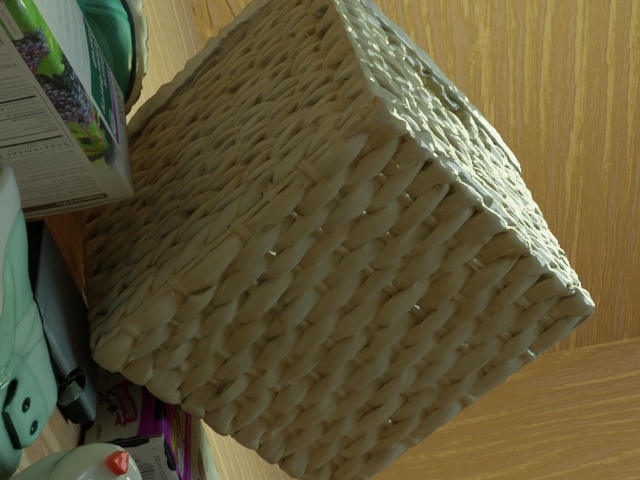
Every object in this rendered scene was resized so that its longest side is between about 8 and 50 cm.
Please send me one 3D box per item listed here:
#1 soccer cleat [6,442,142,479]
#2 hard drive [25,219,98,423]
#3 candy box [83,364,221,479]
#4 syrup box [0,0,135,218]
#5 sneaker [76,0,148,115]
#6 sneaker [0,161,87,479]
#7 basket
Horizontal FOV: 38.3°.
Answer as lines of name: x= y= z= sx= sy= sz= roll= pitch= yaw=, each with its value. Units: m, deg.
soccer cleat: x=-0.150 y=0.157 z=0.399 sx=0.196 sy=0.076 sz=0.068 roll=-41 pitch=112 yaw=-54
hard drive: x=-0.200 y=0.064 z=0.704 sx=0.135 sy=0.022 sz=0.094 roll=80 pitch=0 yaw=-46
candy box: x=-0.148 y=0.211 z=0.856 sx=0.159 sy=0.071 sz=0.234 roll=-102 pitch=180 yaw=-57
syrup box: x=-0.196 y=-0.109 z=0.591 sx=0.237 sy=0.096 sz=0.093 roll=76 pitch=3 yaw=-66
sneaker: x=-0.232 y=-0.234 z=0.803 sx=0.110 sy=0.107 sz=0.275 roll=-15 pitch=89 yaw=-70
sneaker: x=-0.165 y=0.077 z=0.405 sx=0.256 sy=0.094 sz=0.151 roll=-97 pitch=180 yaw=-64
basket: x=0.000 y=0.000 z=0.821 sx=0.328 sy=0.331 sz=0.266 roll=39 pitch=22 yaw=-32
